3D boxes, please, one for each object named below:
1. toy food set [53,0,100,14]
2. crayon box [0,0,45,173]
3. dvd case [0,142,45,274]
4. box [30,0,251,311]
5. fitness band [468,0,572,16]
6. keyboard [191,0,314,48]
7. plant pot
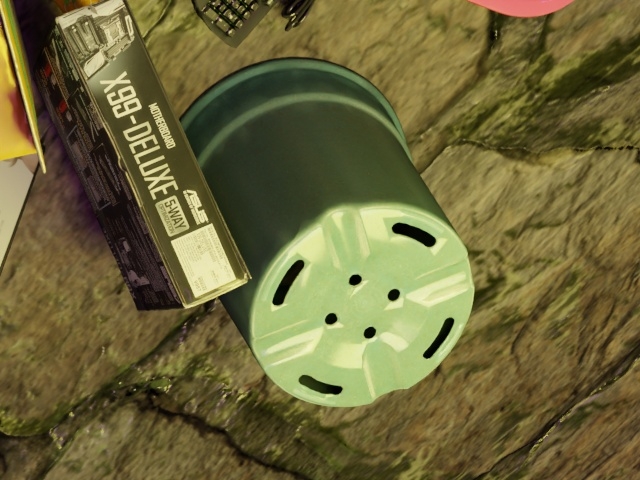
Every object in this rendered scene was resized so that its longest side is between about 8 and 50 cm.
[{"bbox_3d":[-0.193,-0.335,1.143,0.232,0.111,0.104,-29,122,13],"label":"toy food set"},{"bbox_3d":[-0.338,-0.210,1.040,0.083,0.323,0.203,-14,121,-12],"label":"crayon box"},{"bbox_3d":[-0.447,-0.079,1.189,0.253,0.022,0.180,26,66,-29],"label":"dvd case"},{"bbox_3d":[-0.200,-0.075,1.139,0.076,0.242,0.307,-25,94,-20],"label":"box"},{"bbox_3d":[0.223,-0.386,1.297,0.291,0.054,0.209,15,112,-24],"label":"fitness band"},{"bbox_3d":[-0.002,-0.341,1.202,0.317,0.033,0.201,-47,159,6],"label":"keyboard"},{"bbox_3d":[0.000,0.000,1.267,0.341,0.334,0.341,-8,120,-14],"label":"plant pot"}]
